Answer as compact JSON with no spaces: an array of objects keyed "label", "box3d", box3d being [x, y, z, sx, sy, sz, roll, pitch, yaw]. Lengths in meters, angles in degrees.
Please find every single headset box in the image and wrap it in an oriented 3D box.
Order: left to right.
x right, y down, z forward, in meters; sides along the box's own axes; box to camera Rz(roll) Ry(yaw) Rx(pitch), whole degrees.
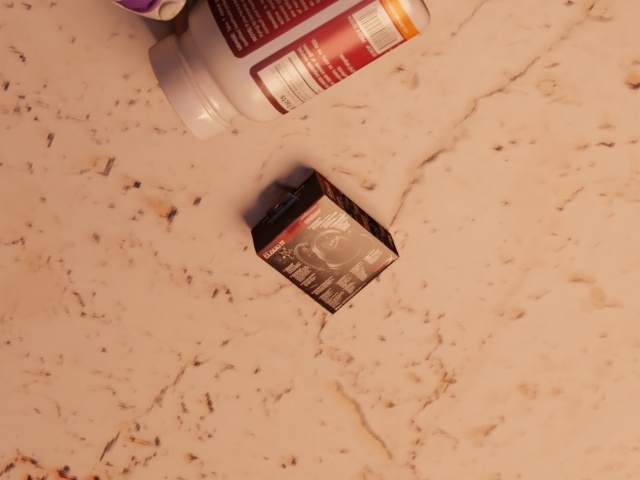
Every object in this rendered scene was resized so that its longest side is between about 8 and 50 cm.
[{"label":"headset box","box3d":[0.000,0.000,1.040,0.062,0.032,0.083,-42,120,16]}]

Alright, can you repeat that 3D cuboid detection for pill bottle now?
[{"label":"pill bottle","box3d":[-0.020,-0.123,0.924,0.152,0.086,0.086,-30,124,9]}]

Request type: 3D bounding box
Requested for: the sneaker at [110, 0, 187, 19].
[{"label":"sneaker","box3d":[-0.086,-0.199,0.874,0.071,0.068,0.170,16,119,-14]}]
